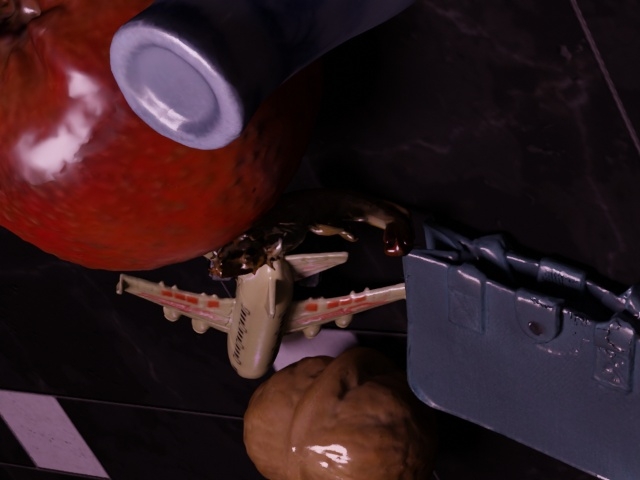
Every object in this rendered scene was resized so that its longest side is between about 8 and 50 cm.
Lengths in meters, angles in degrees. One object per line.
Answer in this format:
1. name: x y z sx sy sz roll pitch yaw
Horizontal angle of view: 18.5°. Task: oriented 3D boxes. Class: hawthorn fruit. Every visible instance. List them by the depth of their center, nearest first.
1. hawthorn fruit: -0.128 -0.107 1.312 0.275 0.275 0.299 11 148 36

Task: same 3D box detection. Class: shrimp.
1. shrimp: 0.000 0.001 1.403 0.124 0.178 0.034 13 113 23

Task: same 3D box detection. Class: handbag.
1. handbag: 0.168 0.081 1.428 0.229 0.062 0.179 22 143 25

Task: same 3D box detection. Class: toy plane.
1. toy plane: -0.047 0.048 1.547 0.229 0.092 0.244 2 164 -6

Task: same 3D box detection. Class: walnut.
1. walnut: 0.020 0.157 1.573 0.166 0.166 0.149 16 102 31

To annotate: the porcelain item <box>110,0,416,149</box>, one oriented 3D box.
1. porcelain item: -0.012 -0.164 1.131 0.141 0.259 0.141 25 143 21
